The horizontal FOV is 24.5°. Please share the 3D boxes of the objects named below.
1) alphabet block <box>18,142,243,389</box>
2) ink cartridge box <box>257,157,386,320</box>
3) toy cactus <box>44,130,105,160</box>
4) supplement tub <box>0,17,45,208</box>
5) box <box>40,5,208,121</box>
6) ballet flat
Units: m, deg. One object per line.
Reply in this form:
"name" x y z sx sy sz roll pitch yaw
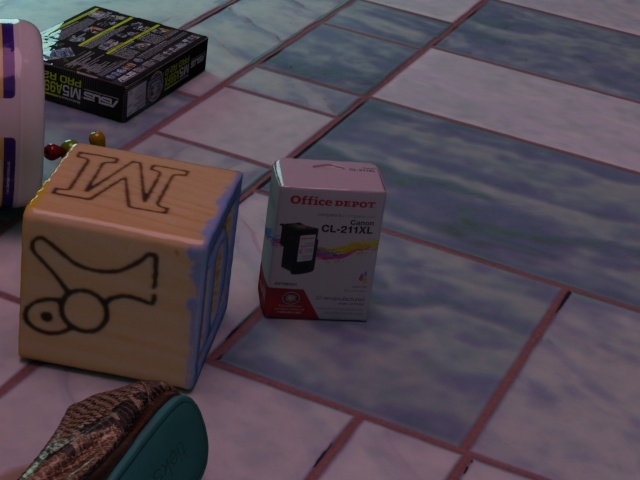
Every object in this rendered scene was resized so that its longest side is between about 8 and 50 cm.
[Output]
"alphabet block" -0.207 0.025 1.613 0.197 0.192 0.193 11 26 4
"ink cartridge box" 0.000 0.000 1.722 0.127 0.175 0.072 2 28 -9
"toy cactus" -0.230 -0.073 1.875 0.219 0.112 0.180 24 14 14
"supplement tub" -0.514 -0.159 1.821 0.331 0.241 0.241 0 29 -14
"box" -0.329 -0.279 2.283 0.216 0.060 0.270 16 29 17
"ballet flat" -0.238 0.265 1.227 0.182 0.164 0.483 -9 18 15
